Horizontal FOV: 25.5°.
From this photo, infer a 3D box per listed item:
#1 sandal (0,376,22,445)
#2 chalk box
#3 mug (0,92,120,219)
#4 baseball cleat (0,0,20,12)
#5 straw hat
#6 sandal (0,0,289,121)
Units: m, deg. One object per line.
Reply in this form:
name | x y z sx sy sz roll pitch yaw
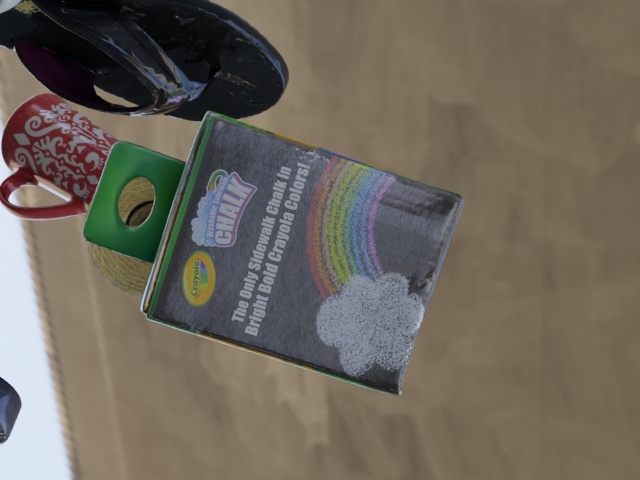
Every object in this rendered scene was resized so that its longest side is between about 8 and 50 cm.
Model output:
sandal | -0.307 0.066 0.877 0.254 0.054 0.097 18 -32 -3
chalk box | -0.039 0.002 0.896 0.213 0.132 0.132 19 -92 -5
mug | -0.305 -0.082 1.749 0.169 0.113 0.150 30 -81 32
baseball cleat | -0.383 -0.229 1.357 0.206 0.109 0.072 -17 -86 28
straw hat | -0.158 -0.010 1.417 0.144 0.061 0.144 1 -83 5
sandal | -0.256 -0.205 1.504 0.446 0.107 0.167 18 -38 -7
